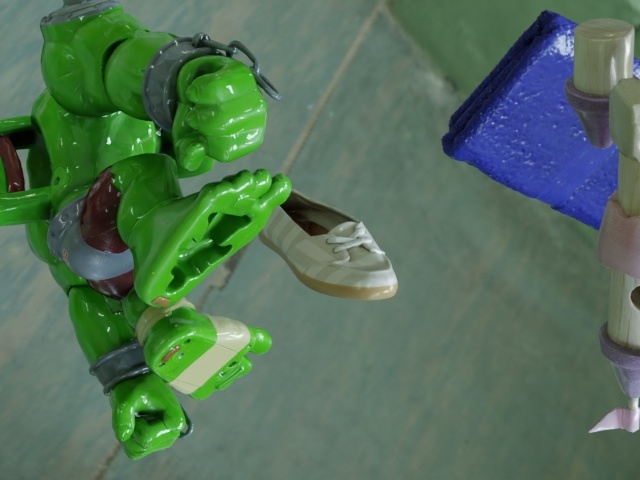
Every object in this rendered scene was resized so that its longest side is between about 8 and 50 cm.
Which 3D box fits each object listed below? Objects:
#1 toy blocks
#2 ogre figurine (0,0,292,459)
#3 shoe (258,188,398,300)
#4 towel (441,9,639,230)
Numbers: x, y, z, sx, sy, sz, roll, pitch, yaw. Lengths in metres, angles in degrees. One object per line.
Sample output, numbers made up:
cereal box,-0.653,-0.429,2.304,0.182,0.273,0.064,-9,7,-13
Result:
toy blocks,0.319,-0.003,0.908,0.288,0.309,0.260,-8,120,-4
ogre figurine,-0.074,-0.014,0.508,0.097,0.197,0.118,-31,61,-15
shoe,0.000,0.000,1.308,0.076,0.219,0.058,-14,118,-30
towel,0.324,-0.147,1.671,0.308,0.227,0.076,22,29,-31
